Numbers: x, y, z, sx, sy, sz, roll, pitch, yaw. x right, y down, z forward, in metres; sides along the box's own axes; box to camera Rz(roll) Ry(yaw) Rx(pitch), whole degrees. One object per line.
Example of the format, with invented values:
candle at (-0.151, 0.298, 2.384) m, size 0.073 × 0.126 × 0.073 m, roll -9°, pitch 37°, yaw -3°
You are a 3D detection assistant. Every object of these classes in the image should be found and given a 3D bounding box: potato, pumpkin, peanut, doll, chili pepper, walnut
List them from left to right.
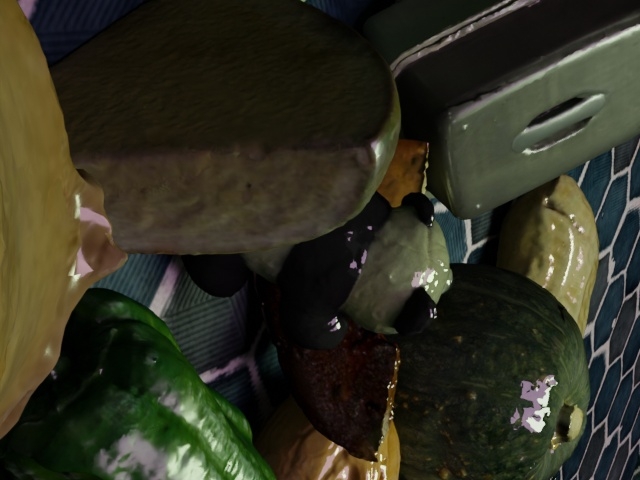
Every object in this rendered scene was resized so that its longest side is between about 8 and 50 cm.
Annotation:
chili pepper at (-0.123, 0.188, 0.780) m, size 0.385 × 0.213 × 0.168 m, roll 70°, pitch 34°, yaw -41°
potato at (-0.064, -0.056, 0.680) m, size 0.269 × 0.255 × 0.112 m, roll -49°, pitch 142°, yaw -34°
doll at (-0.002, 0.000, 0.864) m, size 0.144 × 0.234 × 0.135 m, roll -59°, pitch -179°, yaw -26°
walnut at (-0.001, 0.244, 1.066) m, size 0.159 × 0.159 × 0.207 m, roll 18°, pitch 91°, yaw -61°
pumpkin at (0.177, 0.175, 1.214) m, size 0.327 × 0.257 × 0.292 m, roll -16°, pitch 117°, yaw -60°
peanut at (0.311, 0.074, 1.505) m, size 0.174 × 0.158 × 0.340 m, roll 20°, pitch 83°, yaw -31°

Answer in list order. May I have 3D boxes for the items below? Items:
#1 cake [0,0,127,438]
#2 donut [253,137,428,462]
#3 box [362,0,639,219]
cake at (-0.252, -0.017, 0.413) m, size 0.321 × 0.332 × 0.333 m, roll -123°, pitch -133°, yaw -79°
donut at (0.020, 0.052, 1.005) m, size 0.112 × 0.151 × 0.295 m, roll 24°, pitch 74°, yaw -72°
box at (0.194, -0.165, 1.041) m, size 0.290 × 0.166 × 0.221 m, roll -27°, pitch 142°, yaw -4°
